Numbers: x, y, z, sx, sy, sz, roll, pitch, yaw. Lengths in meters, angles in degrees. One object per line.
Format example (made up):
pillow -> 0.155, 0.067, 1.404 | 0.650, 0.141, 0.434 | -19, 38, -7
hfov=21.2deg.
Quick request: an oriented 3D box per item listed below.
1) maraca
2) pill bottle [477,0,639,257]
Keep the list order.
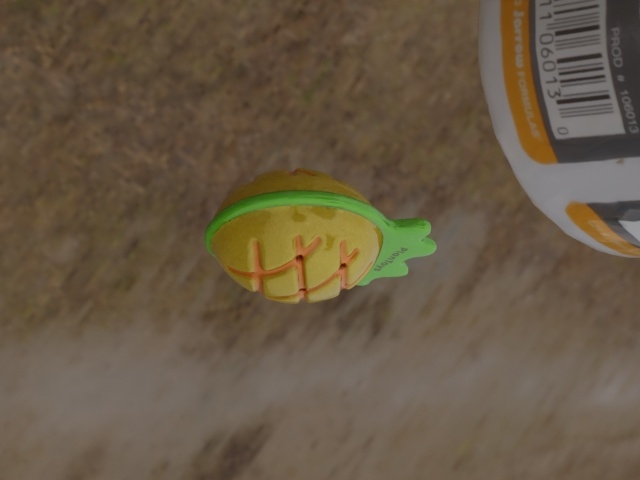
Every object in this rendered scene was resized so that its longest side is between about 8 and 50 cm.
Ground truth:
maraca -> 0.000, 0.000, 1.319 | 0.185, 0.099, 0.127 | 11, 151, -29
pill bottle -> 0.198, -0.076, 0.560 | 0.162, 0.278, 0.162 | 2, 87, -40
